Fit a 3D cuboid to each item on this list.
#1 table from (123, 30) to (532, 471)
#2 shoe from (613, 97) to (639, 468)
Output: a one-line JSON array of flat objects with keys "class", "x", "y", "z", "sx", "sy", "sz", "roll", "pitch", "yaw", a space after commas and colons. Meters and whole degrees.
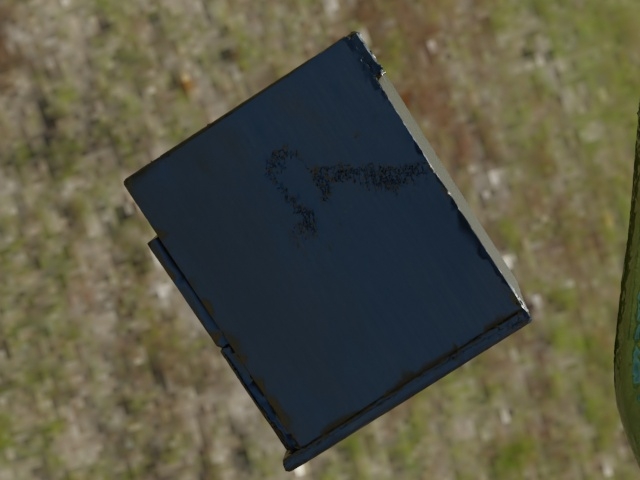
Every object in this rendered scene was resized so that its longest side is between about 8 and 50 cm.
[{"class": "table", "x": 0.000, "y": 0.000, "z": 1.184, "sx": 0.193, "sy": 0.172, "sz": 0.169, "roll": 57, "pitch": 6, "yaw": -5}, {"class": "shoe", "x": 0.179, "y": -0.004, "z": 0.757, "sx": 0.128, "sy": 0.140, "sz": 0.262, "roll": 120, "pitch": -27, "yaw": -77}]
